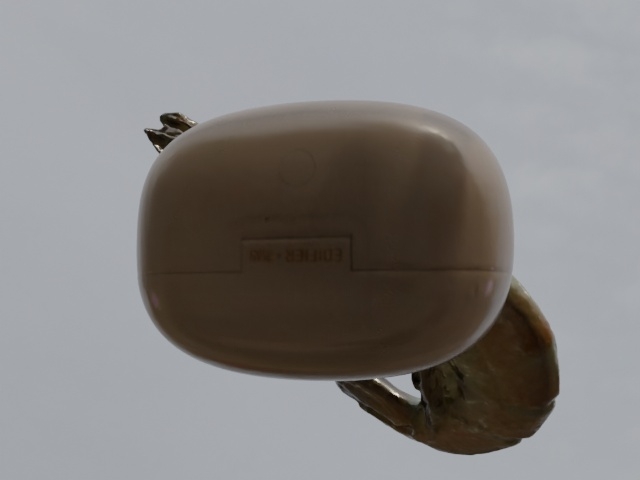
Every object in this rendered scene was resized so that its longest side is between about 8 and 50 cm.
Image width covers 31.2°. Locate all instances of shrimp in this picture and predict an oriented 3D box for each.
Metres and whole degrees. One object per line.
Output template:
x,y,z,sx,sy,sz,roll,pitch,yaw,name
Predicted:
0.009,0.032,0.707,0.296,0.058,0.169,32,-46,14,shrimp

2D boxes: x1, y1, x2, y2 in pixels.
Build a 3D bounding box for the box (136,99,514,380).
0.000,0.000,0.598,0.200,0.088,0.146,-2,-94,17,box
